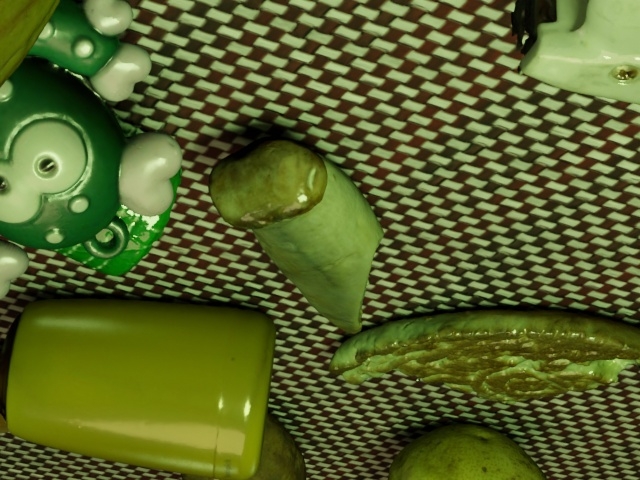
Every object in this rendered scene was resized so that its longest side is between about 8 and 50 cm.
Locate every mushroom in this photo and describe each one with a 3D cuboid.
[{"bbox_3d":[0.003,0.000,1.461,0.107,0.087,0.333,-3,155,20],"label":"mushroom"}]

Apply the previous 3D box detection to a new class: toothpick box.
[{"bbox_3d":[-0.187,0.144,1.664,0.271,0.175,0.175,7,152,0],"label":"toothpick box"}]

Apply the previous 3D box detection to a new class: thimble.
[{"bbox_3d":[-0.178,-0.037,1.375,0.090,0.118,0.130,27,106,-22],"label":"thimble"}]

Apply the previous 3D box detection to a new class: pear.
[{"bbox_3d":[0.178,0.310,1.919,0.197,0.197,0.197,3,152,1],"label":"pear"}]

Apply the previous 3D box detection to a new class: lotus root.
[{"bbox_3d":[-0.090,0.278,1.952,0.145,0.128,0.260,-11,152,6],"label":"lotus root"}]

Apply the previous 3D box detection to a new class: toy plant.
[{"bbox_3d":[-0.230,-0.075,1.248,0.232,0.112,0.243,-15,115,4],"label":"toy plant"}]

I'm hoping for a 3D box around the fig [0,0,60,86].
[{"bbox_3d":[-0.208,-0.192,1.053,0.320,0.217,0.217,-17,156,-16],"label":"fig"}]

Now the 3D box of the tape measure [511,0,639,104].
[{"bbox_3d":[0.288,-0.168,1.063,0.258,0.130,0.265,13,151,-13],"label":"tape measure"}]

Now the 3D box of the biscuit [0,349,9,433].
[{"bbox_3d":[-0.399,0.157,1.845,0.170,0.050,0.170,2,144,2],"label":"biscuit"}]

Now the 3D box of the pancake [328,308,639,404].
[{"bbox_3d":[0.195,0.118,1.700,0.376,0.054,0.197,1,151,8],"label":"pancake"}]
